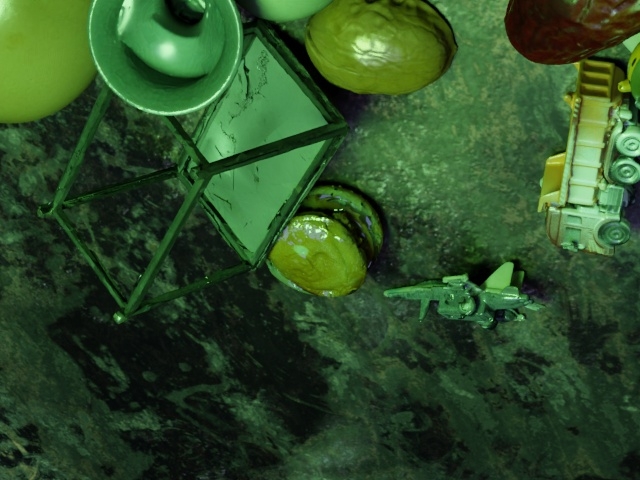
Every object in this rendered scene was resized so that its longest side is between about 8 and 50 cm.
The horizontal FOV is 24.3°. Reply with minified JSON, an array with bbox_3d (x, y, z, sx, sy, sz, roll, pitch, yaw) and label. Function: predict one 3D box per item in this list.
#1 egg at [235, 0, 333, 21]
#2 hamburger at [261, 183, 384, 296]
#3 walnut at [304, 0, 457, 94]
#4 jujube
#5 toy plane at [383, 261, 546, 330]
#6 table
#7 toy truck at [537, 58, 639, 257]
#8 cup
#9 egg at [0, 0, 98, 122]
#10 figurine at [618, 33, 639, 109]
[{"bbox_3d":[-0.039,-0.378,1.862,0.186,0.186,0.253,28,146,-3],"label":"egg"},{"bbox_3d":[0.000,0.000,2.250,0.177,0.113,0.185,24,142,-8],"label":"hamburger"},{"bbox_3d":[0.072,-0.257,2.001,0.211,0.087,0.167,10,129,13],"label":"walnut"},{"bbox_3d":[0.319,-0.314,1.802,0.190,0.190,0.255,29,152,-5],"label":"jujube"},{"bbox_3d":[0.205,0.094,2.261,0.262,0.088,0.192,-11,152,34],"label":"toy plane"},{"bbox_3d":[-0.183,-0.098,2.063,0.222,0.272,0.335,52,137,19],"label":"table"},{"bbox_3d":[0.366,-0.106,2.000,0.135,0.114,0.270,9,132,10],"label":"toy truck"},{"bbox_3d":[-0.175,-0.269,1.870,0.199,0.150,0.199,4,108,12],"label":"cup"},{"bbox_3d":[-0.403,-0.322,1.915,0.301,0.301,0.374,20,142,4],"label":"egg"},{"bbox_3d":[0.476,-0.216,1.840,0.250,0.141,0.167,15,132,9],"label":"figurine"}]
